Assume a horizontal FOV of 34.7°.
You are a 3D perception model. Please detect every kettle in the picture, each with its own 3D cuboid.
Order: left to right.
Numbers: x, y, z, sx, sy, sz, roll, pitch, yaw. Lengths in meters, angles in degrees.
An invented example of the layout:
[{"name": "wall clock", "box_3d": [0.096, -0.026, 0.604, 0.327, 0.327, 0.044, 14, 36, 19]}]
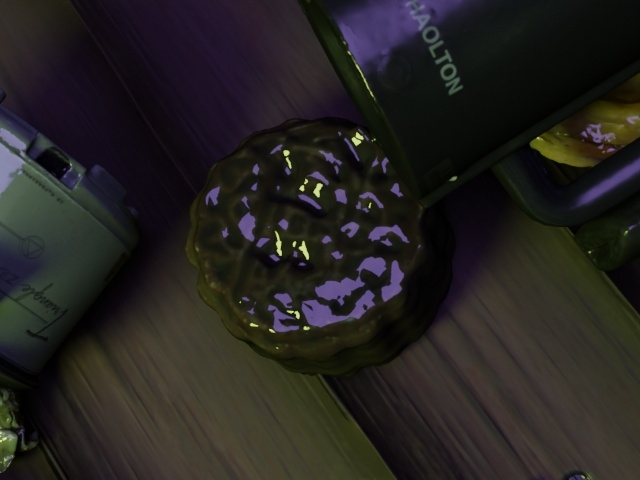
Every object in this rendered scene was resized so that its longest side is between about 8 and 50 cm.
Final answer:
[{"name": "kettle", "box_3d": [0.165, -0.165, 0.722, 0.308, 0.203, 0.262, -29, 72, 2]}]

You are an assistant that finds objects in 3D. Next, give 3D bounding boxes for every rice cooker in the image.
[{"name": "rice cooker", "box_3d": [-0.299, 0.003, 0.872, 0.241, 0.280, 0.227, 41, 78, -24]}]

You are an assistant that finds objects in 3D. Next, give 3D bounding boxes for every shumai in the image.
[{"name": "shumai", "box_3d": [-0.301, 0.170, 0.923, 0.083, 0.082, 0.080, -12, 75, 30]}]

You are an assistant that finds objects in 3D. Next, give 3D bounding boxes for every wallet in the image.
[{"name": "wallet", "box_3d": [0.325, -0.053, 0.810, 0.245, 0.168, 0.052, -28, 83, 1]}]

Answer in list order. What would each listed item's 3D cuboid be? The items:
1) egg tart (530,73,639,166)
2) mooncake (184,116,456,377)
[{"name": "egg tart", "box_3d": [0.245, -0.211, 0.880, 0.345, 0.132, 0.345, -3, 75, 10]}, {"name": "mooncake", "box_3d": [0.000, 0.000, 0.880, 0.228, 0.124, 0.228, -3, 75, 11]}]
